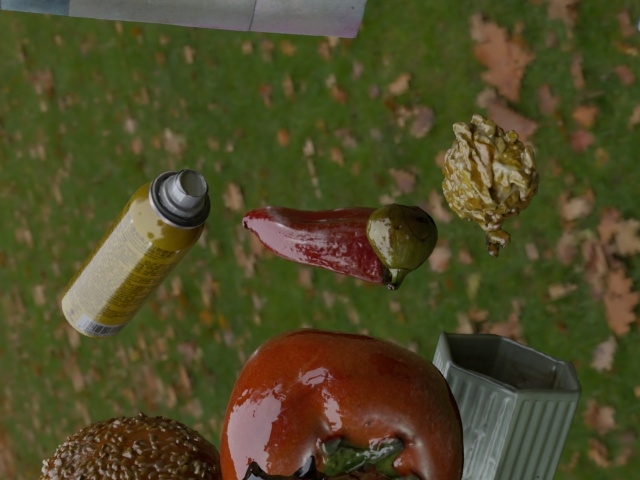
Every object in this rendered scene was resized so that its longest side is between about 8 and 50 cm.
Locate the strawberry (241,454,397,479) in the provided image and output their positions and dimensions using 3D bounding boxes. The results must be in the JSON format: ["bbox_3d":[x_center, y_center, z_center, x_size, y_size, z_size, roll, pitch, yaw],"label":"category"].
[{"bbox_3d":[0.000,0.326,1.044,0.250,0.238,0.288,86,175,-47],"label":"strawberry"}]

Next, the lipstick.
[{"bbox_3d":[-0.119,-0.231,1.212,0.068,0.317,0.066,106,162,-47],"label":"lipstick"}]

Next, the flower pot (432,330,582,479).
[{"bbox_3d":[0.266,0.264,2.139,0.239,0.209,0.190,23,108,24],"label":"flower pot"}]

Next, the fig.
[{"bbox_3d":[0.093,0.007,1.610,0.084,0.082,0.098,-27,-57,-81],"label":"fig"}]

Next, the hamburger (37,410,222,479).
[{"bbox_3d":[-0.258,0.387,1.970,0.291,0.291,0.225,48,150,48],"label":"hamburger"}]

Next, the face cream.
[{"bbox_3d":[-0.241,0.012,1.870,0.349,0.105,0.105,-46,61,48],"label":"face cream"}]

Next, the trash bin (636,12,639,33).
[{"bbox_3d":[0.514,-0.358,1.681,0.182,0.209,0.290,36,139,16],"label":"trash bin"}]

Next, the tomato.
[{"bbox_3d":[0.023,0.281,1.917,0.273,0.341,0.341,-136,34,-72],"label":"tomato"}]

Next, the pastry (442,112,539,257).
[{"bbox_3d":[0.228,-0.075,1.878,0.154,0.102,0.250,53,174,13],"label":"pastry"}]

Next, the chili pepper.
[{"bbox_3d":[0.000,0.000,2.131,0.136,0.252,0.144,89,-169,-54],"label":"chili pepper"}]
